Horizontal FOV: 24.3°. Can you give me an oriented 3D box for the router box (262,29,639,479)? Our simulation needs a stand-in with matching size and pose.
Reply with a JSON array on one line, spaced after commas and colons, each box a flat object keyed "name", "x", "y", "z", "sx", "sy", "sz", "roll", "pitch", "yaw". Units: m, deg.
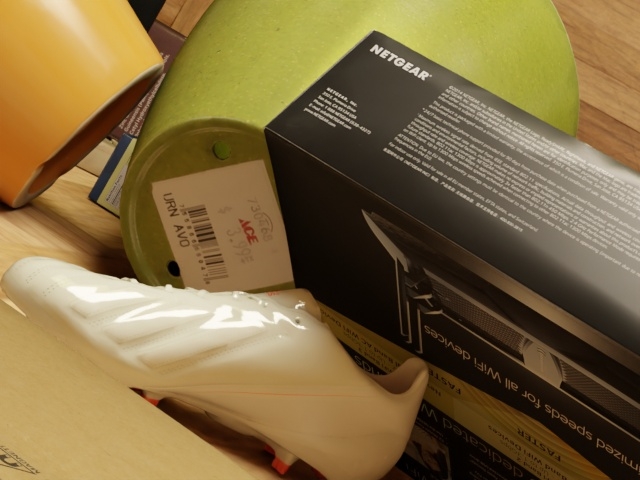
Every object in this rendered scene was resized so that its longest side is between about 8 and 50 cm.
[{"name": "router box", "x": 0.124, "y": 0.073, "z": 0.678, "sx": 0.309, "sy": 0.081, "sz": 0.243, "roll": 33, "pitch": -27, "yaw": 28}]

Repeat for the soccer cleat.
[{"name": "soccer cleat", "x": -0.043, "y": 0.044, "z": 0.647, "sx": 0.196, "sy": 0.076, "sz": 0.068, "roll": 28, "pitch": 5, "yaw": -20}]

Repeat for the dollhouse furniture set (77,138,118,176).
[{"name": "dollhouse furniture set", "x": -0.101, "y": -0.062, "z": 1.232, "sx": 0.182, "sy": 0.101, "sz": 0.161, "roll": 27, "pitch": 6, "yaw": -36}]

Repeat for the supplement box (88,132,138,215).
[{"name": "supplement box", "x": -0.116, "y": -0.034, "z": 1.124, "sx": 0.083, "sy": 0.056, "sz": 0.083, "roll": 32, "pitch": 5, "yaw": 9}]

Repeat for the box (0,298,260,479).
[{"name": "box", "x": -0.096, "y": 0.061, "z": 0.490, "sx": 0.201, "sy": 0.021, "sz": 0.164, "roll": 32, "pitch": 5, "yaw": 17}]

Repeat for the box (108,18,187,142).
[{"name": "box", "x": -0.180, "y": -0.167, "z": 1.640, "sx": 0.381, "sy": 0.143, "sz": 0.191, "roll": 30, "pitch": 5, "yaw": 8}]

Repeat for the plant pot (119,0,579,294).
[{"name": "plant pot", "x": 0.000, "y": -0.052, "z": 0.936, "sx": 0.274, "sy": 0.275, "sz": 0.293, "roll": 31, "pitch": 29, "yaw": 7}]

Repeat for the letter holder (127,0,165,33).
[{"name": "letter holder", "x": -0.238, "y": -0.267, "z": 1.306, "sx": 0.152, "sy": 0.302, "sz": 0.214, "roll": 26, "pitch": 6, "yaw": -39}]

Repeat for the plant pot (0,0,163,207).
[{"name": "plant pot", "x": -0.202, "y": -0.129, "z": 0.889, "sx": 0.188, "sy": 0.205, "sz": 0.205, "roll": 46, "pitch": 4, "yaw": -3}]
